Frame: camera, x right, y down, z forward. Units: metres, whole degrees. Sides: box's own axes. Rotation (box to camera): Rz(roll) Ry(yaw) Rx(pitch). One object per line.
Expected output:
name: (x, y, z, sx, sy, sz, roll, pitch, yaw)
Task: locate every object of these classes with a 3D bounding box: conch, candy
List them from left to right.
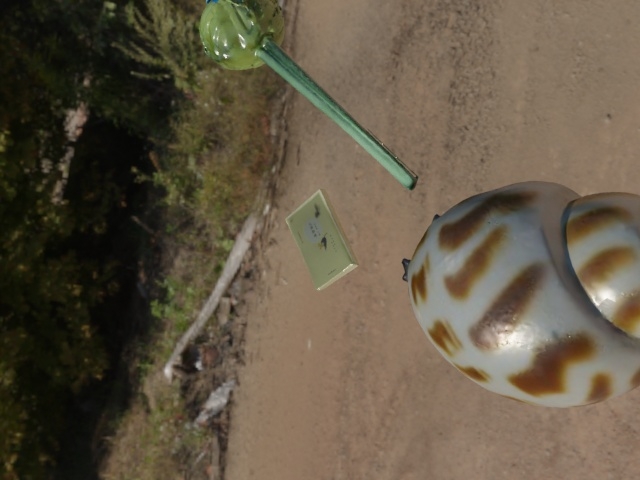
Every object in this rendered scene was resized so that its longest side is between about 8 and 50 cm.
candy: (-0.016, -0.161, 0.698, 0.335, 0.093, 0.092, 48, 144, 26)
conch: (0.195, 0.041, 0.521, 0.275, 0.183, 0.148, -38, 26, 26)

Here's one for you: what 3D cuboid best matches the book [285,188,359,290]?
book: (0.000, 0.000, 0.863, 0.077, 0.014, 0.111, -37, 70, 38)
